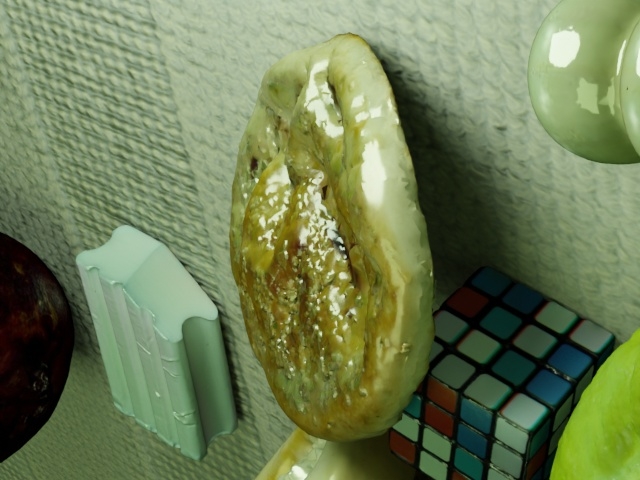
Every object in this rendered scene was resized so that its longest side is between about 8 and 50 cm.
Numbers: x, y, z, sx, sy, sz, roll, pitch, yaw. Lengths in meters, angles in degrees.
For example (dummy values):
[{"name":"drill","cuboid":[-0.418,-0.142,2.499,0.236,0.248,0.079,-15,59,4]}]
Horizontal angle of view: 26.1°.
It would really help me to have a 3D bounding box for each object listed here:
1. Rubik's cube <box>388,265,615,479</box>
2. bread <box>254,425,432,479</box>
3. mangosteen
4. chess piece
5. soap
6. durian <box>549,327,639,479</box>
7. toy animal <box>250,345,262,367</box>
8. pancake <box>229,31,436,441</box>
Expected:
[{"name":"Rubik's cube","cuboid":[0.169,0.147,1.307,0.155,0.151,0.154,31,144,27]},{"name":"bread","cuboid":[0.001,0.347,1.548,0.245,0.329,0.424,46,142,5]},{"name":"mangosteen","cuboid":[-0.545,0.143,1.980,0.421,0.381,0.381,42,154,54]},{"name":"chess piece","cuboid":[0.278,-0.100,0.919,0.330,0.182,0.182,16,135,48]},{"name":"soap","cuboid":[-0.208,0.136,1.802,0.173,0.095,0.289,27,141,32]},{"name":"durian","cuboid":[0.301,0.172,1.093,0.204,0.256,0.339,29,162,-21]},{"name":"toy animal","cuboid":[-0.043,0.118,1.584,0.098,0.098,0.137,49,148,1]},{"name":"pancake","cuboid":[0.000,0.001,1.290,0.387,0.082,0.387,13,104,61]}]
